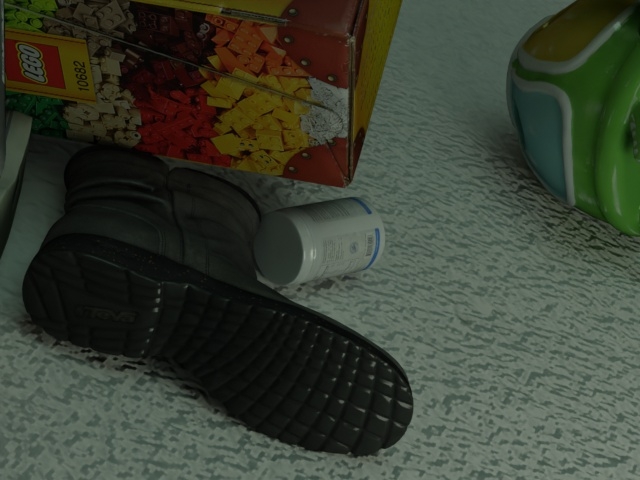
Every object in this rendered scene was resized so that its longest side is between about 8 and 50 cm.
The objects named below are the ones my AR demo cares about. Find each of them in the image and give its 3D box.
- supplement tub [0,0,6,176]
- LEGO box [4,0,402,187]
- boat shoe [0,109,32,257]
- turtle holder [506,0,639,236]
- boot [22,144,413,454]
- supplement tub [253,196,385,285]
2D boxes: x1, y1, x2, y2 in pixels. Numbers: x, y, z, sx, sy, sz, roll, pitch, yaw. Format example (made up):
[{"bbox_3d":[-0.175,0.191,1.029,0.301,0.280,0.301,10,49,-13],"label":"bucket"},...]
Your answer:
[{"bbox_3d":[-0.328,-0.142,1.201,0.193,0.193,0.316,5,77,-31],"label":"supplement tub"},{"bbox_3d":[-0.098,-0.323,1.503,0.372,0.193,0.500,11,54,8],"label":"LEGO box"},{"bbox_3d":[-0.290,-0.038,1.339,0.081,0.079,0.227,10,33,-6],"label":"boat shoe"},{"bbox_3d":[0.306,-0.159,1.724,0.227,0.243,0.320,28,-10,37],"label":"turtle holder"},{"bbox_3d":[-0.068,0.031,1.369,0.338,0.118,0.223,27,28,-9],"label":"boot"},{"bbox_3d":[0.000,0.000,1.488,0.107,0.071,0.071,-10,49,-43],"label":"supplement tub"}]
